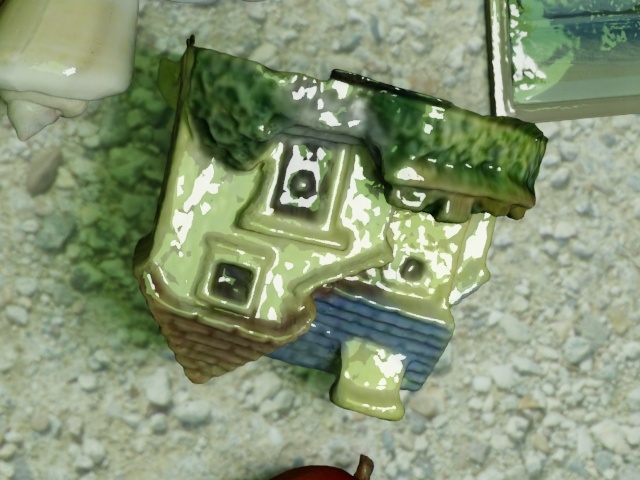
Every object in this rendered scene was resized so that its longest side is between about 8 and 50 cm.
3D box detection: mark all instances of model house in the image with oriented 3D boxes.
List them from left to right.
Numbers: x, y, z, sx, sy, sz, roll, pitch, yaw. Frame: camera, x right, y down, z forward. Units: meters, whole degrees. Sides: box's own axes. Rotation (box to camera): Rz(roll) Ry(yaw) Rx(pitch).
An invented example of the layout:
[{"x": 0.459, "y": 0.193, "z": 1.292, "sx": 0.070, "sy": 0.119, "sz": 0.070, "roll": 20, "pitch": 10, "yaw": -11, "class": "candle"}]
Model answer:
[{"x": 0.000, "y": 0.000, "z": 1.206, "sx": 0.321, "sy": 0.261, "sz": 0.266, "roll": 15, "pitch": 95, "yaw": -7, "class": "model house"}]

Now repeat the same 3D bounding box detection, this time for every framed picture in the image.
[{"x": 0.298, "y": -0.230, "z": 1.357, "sx": 0.315, "sy": 0.024, "sz": 0.232, "roll": -6, "pitch": 97, "yaw": -9, "class": "framed picture"}]

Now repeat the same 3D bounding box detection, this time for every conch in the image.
[{"x": -0.208, "y": -0.196, "z": 1.234, "sx": 0.158, "sy": 0.127, "sz": 0.255, "roll": 15, "pitch": 68, "yaw": 14, "class": "conch"}]

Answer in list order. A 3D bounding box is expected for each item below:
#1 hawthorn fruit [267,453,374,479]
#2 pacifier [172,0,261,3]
[{"x": -0.005, "y": 0.271, "z": 1.274, "sx": 0.185, "sy": 0.185, "sz": 0.202, "roll": 35, "pitch": 73, "yaw": -12, "class": "hawthorn fruit"}, {"x": -0.054, "y": -0.319, "z": 1.229, "sx": 0.279, "sy": 0.227, "sz": 0.207, "roll": -38, "pitch": 68, "yaw": 2, "class": "pacifier"}]
